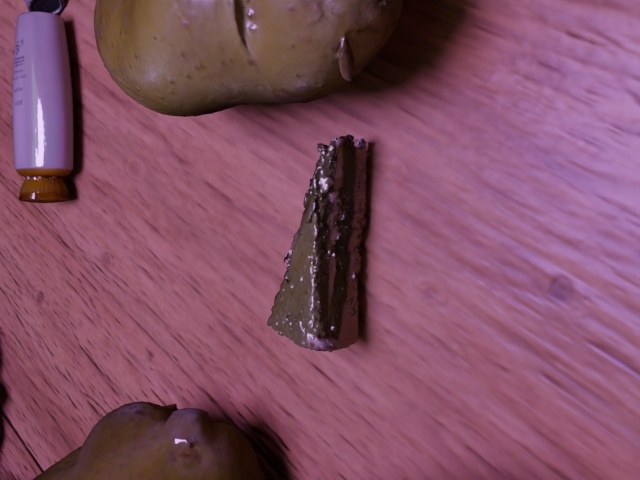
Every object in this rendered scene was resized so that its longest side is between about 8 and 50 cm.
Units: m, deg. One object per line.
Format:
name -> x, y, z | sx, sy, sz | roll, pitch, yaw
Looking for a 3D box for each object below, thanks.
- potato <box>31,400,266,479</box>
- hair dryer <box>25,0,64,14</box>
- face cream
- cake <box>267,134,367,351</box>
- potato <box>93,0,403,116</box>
potato -> -0.165, 0.269, 0.546 | 0.218, 0.202, 0.351 | 41, 105, 45
hair dryer -> -0.249, -0.277, 0.689 | 0.124, 0.038, 0.063 | -33, 73, 30
face cream -> -0.273, -0.128, 0.702 | 0.072, 0.051, 0.182 | 1, 92, 40
cake -> 0.000, 0.000, 0.471 | 0.055, 0.051, 0.140 | 9, 96, 42
potato -> -0.051, -0.157, 0.451 | 0.248, 0.143, 0.169 | -5, 51, 46
